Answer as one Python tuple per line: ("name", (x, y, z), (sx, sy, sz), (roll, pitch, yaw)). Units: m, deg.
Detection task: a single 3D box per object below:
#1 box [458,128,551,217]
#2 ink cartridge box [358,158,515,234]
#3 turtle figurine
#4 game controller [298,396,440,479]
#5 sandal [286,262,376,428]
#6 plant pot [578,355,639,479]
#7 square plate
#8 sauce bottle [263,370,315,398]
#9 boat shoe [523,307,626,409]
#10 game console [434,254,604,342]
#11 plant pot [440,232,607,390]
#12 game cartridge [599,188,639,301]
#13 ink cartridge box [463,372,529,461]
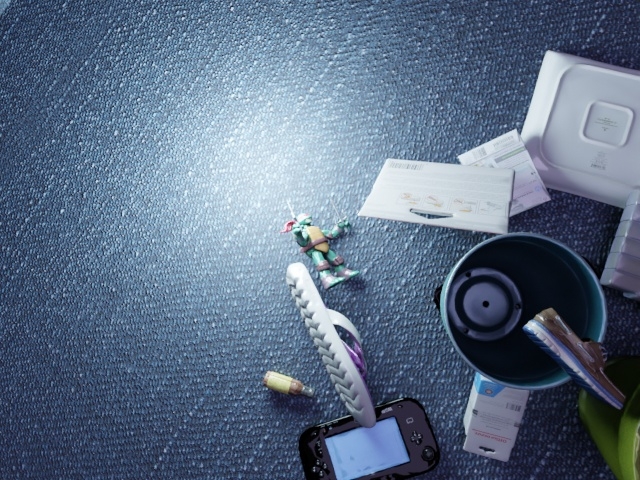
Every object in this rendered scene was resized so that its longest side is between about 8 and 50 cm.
("box", (0.438, -0.150, 1.014), (0.145, 0.038, 0.186), (-25, 79, 21))
("ink cartridge box", (0.260, -0.085, 0.932), (0.296, 0.066, 0.261), (9, 41, 21))
("turtle figurine", (0.000, 0.000, 1.044), (0.175, 0.118, 0.234), (-22, 80, -36))
("game controller", (0.109, 0.489, 0.994), (0.319, 0.067, 0.166), (-20, 81, 5))
("sandal", (0.045, 0.227, 0.988), (0.102, 0.169, 0.416), (-24, 77, -17))
("plant pot", (0.679, 0.358, 0.781), (0.367, 0.353, 0.366), (-1, 84, 8))
("square plate", (0.675, -0.268, 1.006), (0.347, 0.049, 0.344), (18, 86, 10))
("sauce bottle", (-0.077, 0.361, 1.047), (0.128, 0.042, 0.042), (16, 86, 11))
("boat shoe", (0.423, 0.187, 0.683), (0.066, 0.066, 0.183), (-44, 82, -1))
("game console", (0.467, 0.137, 0.993), (0.361, 0.044, 0.213), (-26, 81, 4))
("plant pot", (0.368, 0.135, 0.856), (0.272, 0.255, 0.271), (-1, 83, 6))
("game cartridge", (0.806, 0.055, 0.886), (0.355, 0.068, 0.230), (20, 92, 9))
("ink cartridge box", (0.389, 0.392, 0.954), (0.104, 0.060, 0.180), (12, 102, 9))
